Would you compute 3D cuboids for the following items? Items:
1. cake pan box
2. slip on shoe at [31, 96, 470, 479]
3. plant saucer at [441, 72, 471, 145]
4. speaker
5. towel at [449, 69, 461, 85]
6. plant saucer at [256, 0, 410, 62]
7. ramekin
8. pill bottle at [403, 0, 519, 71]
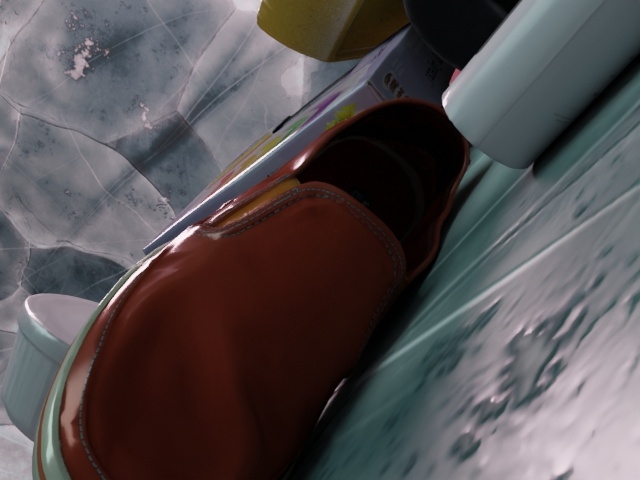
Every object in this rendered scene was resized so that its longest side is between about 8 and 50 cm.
[{"bbox_3d":[-0.004,-0.082,0.689,0.246,0.070,0.267,-31,14,28],"label":"cake pan box"},{"bbox_3d":[-0.013,0.019,0.397,0.101,0.123,0.331,-44,2,45],"label":"slip on shoe"},{"bbox_3d":[0.142,-0.139,0.675,0.198,0.036,0.198,-53,2,2],"label":"plant saucer"},{"bbox_3d":[0.113,-0.094,0.332,0.136,0.055,0.055,-51,3,35],"label":"speaker"},{"bbox_3d":[0.090,-0.169,0.955,0.197,0.029,0.144,-24,27,15],"label":"towel"},{"bbox_3d":[0.129,-0.264,0.726,0.333,0.080,0.333,-12,-10,-15],"label":"plant saucer"},{"bbox_3d":[-0.256,0.179,0.960,0.273,0.273,0.127,-108,43,-87],"label":"ramekin"},{"bbox_3d":[0.153,-0.212,0.503,0.219,0.123,0.123,-52,2,-12],"label":"pill bottle"}]
